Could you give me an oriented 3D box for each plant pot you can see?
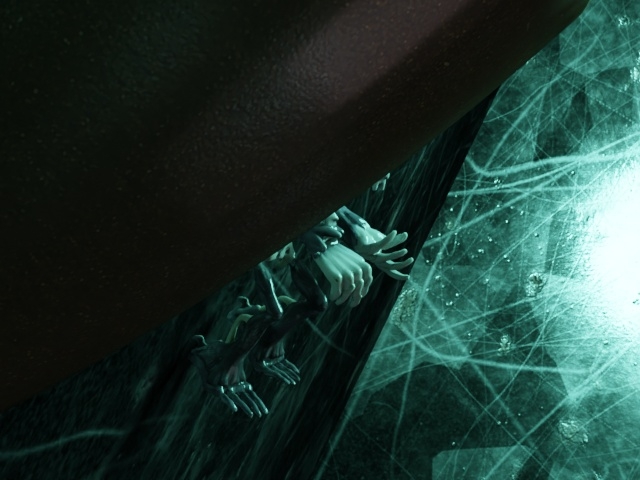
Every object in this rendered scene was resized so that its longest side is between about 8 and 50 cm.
[{"bbox_3d":[-0.067,-0.063,0.438,0.230,0.215,0.215,-49,168,-10],"label":"plant pot"}]

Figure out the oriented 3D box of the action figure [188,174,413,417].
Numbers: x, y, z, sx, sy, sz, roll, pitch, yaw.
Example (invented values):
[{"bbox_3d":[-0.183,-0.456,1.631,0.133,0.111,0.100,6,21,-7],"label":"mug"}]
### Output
[{"bbox_3d":[0.000,0.000,1.069,0.164,0.141,0.275,-21,138,-60],"label":"action figure"}]
